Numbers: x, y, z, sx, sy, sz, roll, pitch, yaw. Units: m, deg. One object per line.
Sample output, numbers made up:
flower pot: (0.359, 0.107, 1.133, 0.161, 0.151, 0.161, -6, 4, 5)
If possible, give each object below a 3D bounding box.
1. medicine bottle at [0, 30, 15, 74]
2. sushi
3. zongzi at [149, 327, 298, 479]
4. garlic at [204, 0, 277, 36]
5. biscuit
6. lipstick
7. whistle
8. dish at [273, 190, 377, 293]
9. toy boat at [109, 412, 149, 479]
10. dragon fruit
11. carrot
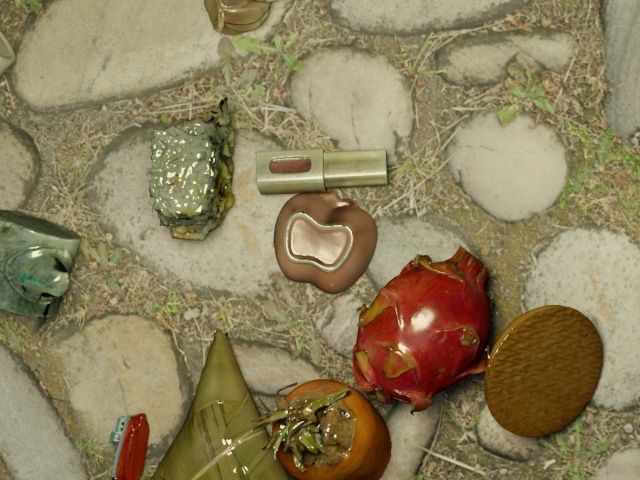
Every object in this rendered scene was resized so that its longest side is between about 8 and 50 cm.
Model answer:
medicine bottle: (-0.814, -0.311, 1.888, 0.371, 0.211, 0.211, -40, 85, 9)
sushi: (-0.243, -0.136, 1.809, 0.139, 0.184, 0.274, 3, 91, 8)
zongzi: (-0.289, 0.447, 1.855, 0.447, 0.181, 0.418, -28, 72, 12)
garlic: (-0.140, -0.477, 1.831, 0.194, 0.127, 0.131, -25, 107, -16)
biscuit: (0.407, 0.239, 1.725, 0.261, 0.037, 0.262, -7, 107, -23)
lipstick: (0.004, -0.134, 1.820, 0.252, 0.077, 0.079, -1, 72, 6)
whistle: (-0.659, 0.020, 1.881, 0.404, 0.188, 0.168, 20, 95, 9)
dish: (0.000, 0.000, 1.820, 0.213, 0.090, 0.214, 0, 92, 10)
toy boat: (-0.394, 0.431, 1.909, 0.058, 0.069, 0.173, 10, 91, 29)
dragon fruit: (0.197, 0.166, 1.729, 0.315, 0.250, 0.250, -31, 86, -10)
carrot: (0.011, 0.353, 1.744, 0.193, 0.331, 0.214, -21, 70, 12)
